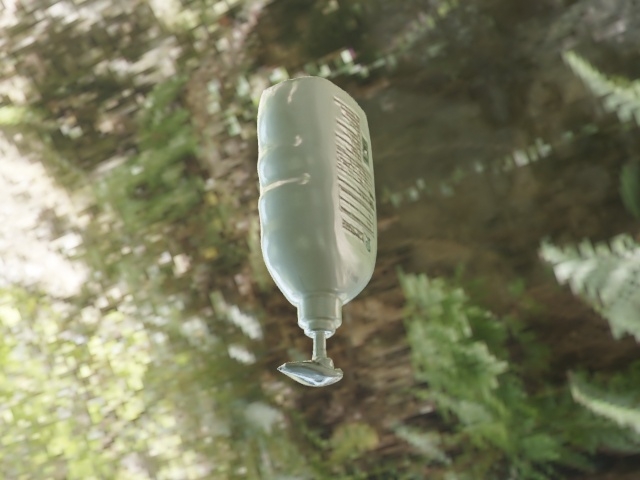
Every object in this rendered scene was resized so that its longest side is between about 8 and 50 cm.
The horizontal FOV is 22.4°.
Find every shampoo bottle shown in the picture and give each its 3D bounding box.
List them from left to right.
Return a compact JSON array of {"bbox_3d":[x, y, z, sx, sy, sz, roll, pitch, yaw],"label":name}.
[{"bbox_3d":[0.000,0.000,0.794,0.077,0.045,0.152,35,-135,-54],"label":"shampoo bottle"}]
